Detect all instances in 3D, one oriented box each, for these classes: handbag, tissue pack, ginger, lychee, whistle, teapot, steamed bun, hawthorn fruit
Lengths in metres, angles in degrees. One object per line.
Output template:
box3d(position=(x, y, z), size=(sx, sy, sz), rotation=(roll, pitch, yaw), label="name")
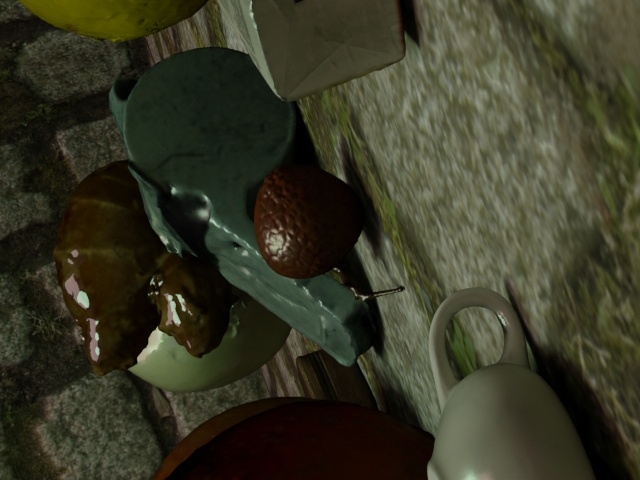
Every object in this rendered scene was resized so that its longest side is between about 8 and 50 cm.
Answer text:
box3d(position=(0.032, 0.239, 1.443), size=(0.151, 0.072, 0.193), rotation=(-119, 14, -49), label="handbag")
box3d(position=(-0.015, -0.175, 0.726), size=(0.148, 0.099, 0.106), rotation=(-119, 11, -51), label="tissue pack")
box3d(position=(-0.180, 0.002, 1.418), size=(0.274, 0.357, 0.152), rotation=(43, 169, 14), label="ginger")
box3d(position=(-0.006, -0.003, 1.033), size=(0.114, 0.101, 0.140), rotation=(140, 117, -71), label="lychee")
box3d(position=(-0.092, -0.031, 1.245), size=(0.168, 0.188, 0.404), rotation=(89, 160, -64), label="whistle")
box3d(position=(0.109, 0.134, 0.655), size=(0.145, 0.092, 0.226), rotation=(100, 153, -72), label="teapot")
box3d(position=(-0.171, 0.037, 1.651), size=(0.312, 0.233, 0.334), rotation=(-17, -111, -55), label="steamed bun")
box3d(position=(0.004, 0.261, 0.878), size=(0.316, 0.316, 0.316), rotation=(161, 90, -82), label="hawthorn fruit")

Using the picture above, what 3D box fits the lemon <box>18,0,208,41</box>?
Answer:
box3d(position=(-0.204, -0.321, 1.109), size=(0.310, 0.258, 0.258), rotation=(-133, 25, -61), label="lemon")

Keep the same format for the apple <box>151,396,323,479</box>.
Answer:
box3d(position=(-0.033, 0.333, 1.185), size=(0.339, 0.339, 0.339), rotation=(161, 90, -82), label="apple")
